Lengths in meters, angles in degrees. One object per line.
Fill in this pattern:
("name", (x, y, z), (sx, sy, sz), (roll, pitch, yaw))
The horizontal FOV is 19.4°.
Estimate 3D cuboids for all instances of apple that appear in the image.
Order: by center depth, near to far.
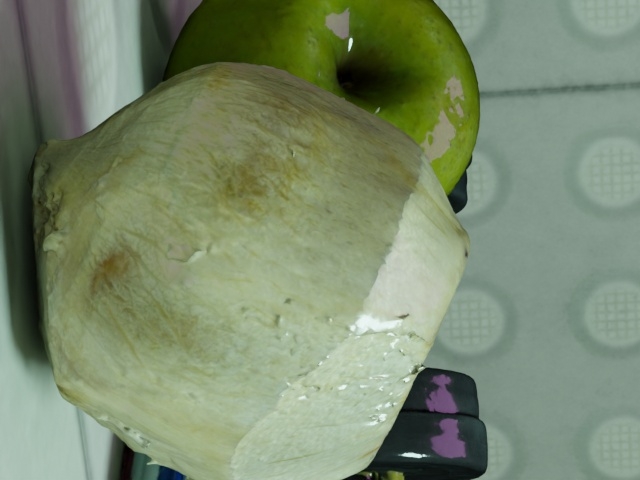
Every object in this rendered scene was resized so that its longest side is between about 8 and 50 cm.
("apple", (-0.006, -0.077, 1.136), (0.157, 0.196, 0.196), (131, -34, -52))

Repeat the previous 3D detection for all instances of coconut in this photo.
("coconut", (-0.041, 0.010, 0.817), (0.194, 0.194, 0.194), (-3, 90, -84))

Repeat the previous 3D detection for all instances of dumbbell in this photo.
("dumbbell", (0.032, 0.043, 1.440), (0.185, 0.185, 0.388), (65, 22, -75))

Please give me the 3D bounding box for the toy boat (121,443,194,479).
("toy boat", (-0.079, 0.136, 0.972), (0.080, 0.046, 0.229), (79, 9, -49))
